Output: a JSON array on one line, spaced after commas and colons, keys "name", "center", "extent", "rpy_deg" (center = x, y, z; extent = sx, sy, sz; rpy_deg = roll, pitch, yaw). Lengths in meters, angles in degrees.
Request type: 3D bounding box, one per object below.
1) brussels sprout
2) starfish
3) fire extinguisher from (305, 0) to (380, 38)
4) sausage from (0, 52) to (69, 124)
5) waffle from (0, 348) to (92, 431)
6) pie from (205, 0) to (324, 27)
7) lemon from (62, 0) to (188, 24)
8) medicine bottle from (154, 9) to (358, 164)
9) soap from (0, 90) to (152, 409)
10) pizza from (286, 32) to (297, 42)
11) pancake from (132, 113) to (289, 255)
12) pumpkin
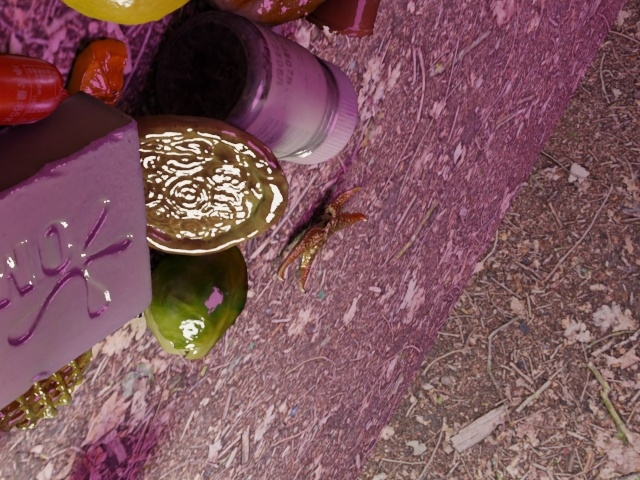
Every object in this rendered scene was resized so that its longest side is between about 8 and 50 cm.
[{"name": "brussels sprout", "center": [-0.180, 0.078, 1.351], "extent": [0.161, 0.143, 0.181], "rpy_deg": [-138, -115, -74]}, {"name": "starfish", "center": [-0.001, 0.000, 1.767], "extent": [0.247, 0.050, 0.138], "rpy_deg": [-46, 153, -21]}, {"name": "fire extinguisher", "center": [0.045, -0.461, 1.319], "extent": [0.147, 0.106, 0.337], "rpy_deg": [-7, 123, -34]}, {"name": "sausage", "center": [-0.333, -0.140, 0.873], "extent": [0.274, 0.074, 0.074], "rpy_deg": [-17, 129, -62]}, {"name": "waffle", "center": [-0.354, 0.168, 1.200], "extent": [0.183, 0.036, 0.169], "rpy_deg": [-11, 126, -62]}, {"name": "pie", "center": [-0.036, -0.404, 1.172], "extent": [0.323, 0.070, 0.323], "rpy_deg": [-38, 152, -25]}, {"name": "lemon", "center": [-0.188, -0.302, 0.869], "extent": [0.187, 0.187, 0.244], "rpy_deg": [-55, 151, -20]}, {"name": "medicine bottle", "center": [-0.075, -0.189, 1.232], "extent": [0.273, 0.165, 0.165], "rpy_deg": [5, 109, -62]}, {"name": "soap", "center": [-0.324, 0.026, 1.008], "extent": [0.296, 0.107, 0.285], "rpy_deg": [-38, 147, -35]}, {"name": "pizza", "center": [-0.058, -0.257, 1.394], "extent": [0.109, 0.026, 0.123], "rpy_deg": [-67, 157, 3]}, {"name": "pancake", "center": [-0.165, -0.060, 1.154], "extent": [0.250, 0.250, 0.031], "rpy_deg": [86, 1, -51]}, {"name": "pumpkin", "center": [-0.249, -0.176, 1.060], "extent": [0.073, 0.035, 0.101], "rpy_deg": [-9, 124, -60]}]
